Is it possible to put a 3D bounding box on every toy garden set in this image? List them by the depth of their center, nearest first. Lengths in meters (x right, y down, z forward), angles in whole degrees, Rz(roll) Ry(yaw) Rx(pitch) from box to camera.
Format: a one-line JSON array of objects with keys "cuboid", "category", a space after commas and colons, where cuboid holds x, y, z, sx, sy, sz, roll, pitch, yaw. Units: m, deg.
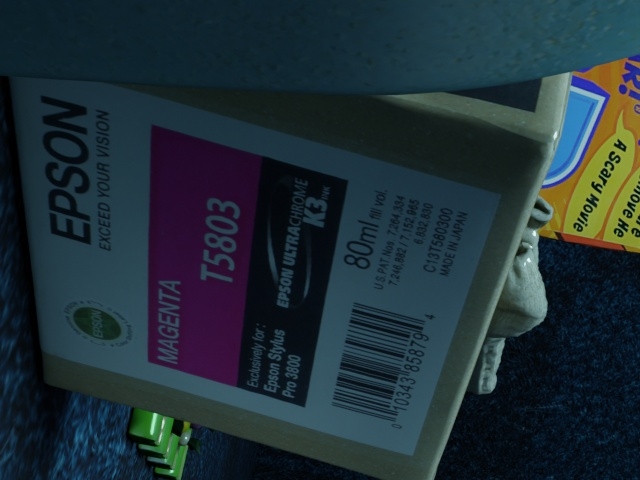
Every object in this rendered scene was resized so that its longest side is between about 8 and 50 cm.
[{"cuboid": [-0.116, 0.173, 0.968, 0.244, 0.049, 0.204, 97, 4, -72], "category": "toy garden set"}]

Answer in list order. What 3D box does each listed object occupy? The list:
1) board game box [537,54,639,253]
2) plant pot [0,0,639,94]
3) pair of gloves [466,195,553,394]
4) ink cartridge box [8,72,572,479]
[{"cuboid": [0.118, -0.240, 0.991, 0.356, 0.356, 0.356, -76, 177, -71], "category": "board game box"}, {"cuboid": [0.038, -0.180, 0.294, 0.248, 0.252, 0.247, 97, 5, -67], "category": "plant pot"}, {"cuboid": [0.000, 0.000, 0.628, 0.204, 0.240, 0.042, 101, 15, -60], "category": "pair of gloves"}, {"cuboid": [-0.019, -0.011, 0.496, 0.235, 0.193, 0.088, 99, 7, -49], "category": "ink cartridge box"}]
